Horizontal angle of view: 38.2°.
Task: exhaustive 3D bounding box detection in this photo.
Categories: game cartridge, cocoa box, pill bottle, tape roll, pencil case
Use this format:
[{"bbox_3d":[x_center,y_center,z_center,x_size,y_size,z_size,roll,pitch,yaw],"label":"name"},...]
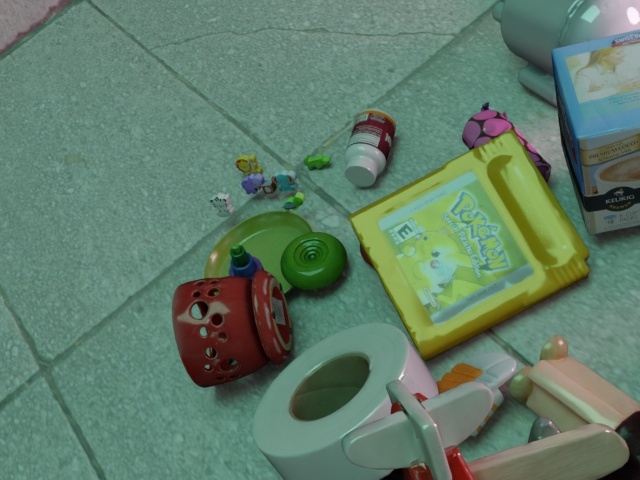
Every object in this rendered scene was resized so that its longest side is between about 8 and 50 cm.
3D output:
[{"bbox_3d":[0.249,0.004,1.548,0.323,0.053,0.285,-29,70,4],"label":"game cartridge"},{"bbox_3d":[0.568,-0.196,1.478,0.347,0.228,0.231,-12,47,12],"label":"cocoa box"},{"bbox_3d":[0.097,-0.186,1.865,0.086,0.086,0.152,-2,52,28],"label":"pill bottle"},{"bbox_3d":[0.038,0.257,1.424,0.286,0.100,0.286,-29,22,13],"label":"tape roll"},{"bbox_3d":[0.345,-0.161,1.704,0.098,0.095,0.209,-19,45,-9],"label":"pencil case"}]

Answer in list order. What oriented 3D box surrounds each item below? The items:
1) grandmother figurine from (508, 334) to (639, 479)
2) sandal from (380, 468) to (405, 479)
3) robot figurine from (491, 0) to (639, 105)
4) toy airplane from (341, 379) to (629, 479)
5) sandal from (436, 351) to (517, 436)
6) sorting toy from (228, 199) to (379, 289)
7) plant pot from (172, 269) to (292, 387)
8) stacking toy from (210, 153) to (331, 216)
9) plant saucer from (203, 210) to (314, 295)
[{"bbox_3d":[0.417,0.269,1.270,0.208,0.104,0.342,-51,43,-7],"label":"grandmother figurine"},{"bbox_3d":[0.054,0.436,1.338,0.120,0.086,0.303,19,41,13],"label":"sandal"},{"bbox_3d":[0.486,-0.411,1.762,0.353,0.199,0.300,45,121,46],"label":"robot figurine"},{"bbox_3d":[0.158,0.356,1.172,0.386,0.272,0.384,23,82,-2],"label":"toy airplane"},{"bbox_3d":[0.195,0.272,1.409,0.265,0.076,0.102,-38,21,-4],"label":"sandal"},{"bbox_3d":[0.000,0.000,1.683,0.365,0.126,0.127,-13,50,4],"label":"sorting toy"},{"bbox_3d":[-0.149,0.153,1.631,0.174,0.191,0.191,-11,47,10],"label":"plant pot"},{"bbox_3d":[-0.105,-0.124,1.922,0.221,0.052,0.167,-3,37,26],"label":"stacking toy"},{"bbox_3d":[-0.114,0.044,1.813,0.241,0.037,0.241,-15,45,16],"label":"plant saucer"}]
